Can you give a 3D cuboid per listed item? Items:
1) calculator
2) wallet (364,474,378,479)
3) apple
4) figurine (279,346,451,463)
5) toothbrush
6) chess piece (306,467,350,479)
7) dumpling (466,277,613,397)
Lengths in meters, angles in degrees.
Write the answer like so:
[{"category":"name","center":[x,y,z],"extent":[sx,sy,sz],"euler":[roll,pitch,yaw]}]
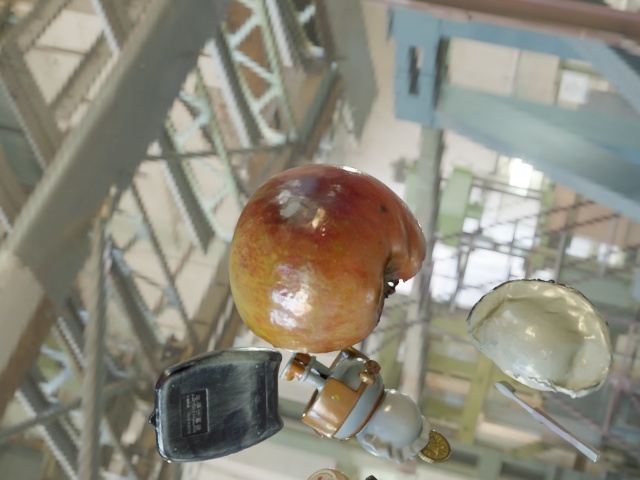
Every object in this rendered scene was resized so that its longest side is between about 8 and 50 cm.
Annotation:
[{"category":"calculator","center":[-0.163,0.264,2.069],"extent":[0.268,0.040,0.177],"euler":[-9,-79,-37]},{"category":"wallet","center":[0.144,0.532,2.145],"extent":[0.146,0.285,0.030],"euler":[-36,-19,-40]},{"category":"apple","center":[0.000,0.000,1.816],"extent":[0.293,0.251,0.163],"euler":[-62,-27,-28]},{"category":"figurine","center":[0.070,0.241,1.879],"extent":[0.143,0.271,0.143],"euler":[19,-90,-81]},{"category":"toothbrush","center":[0.317,0.251,1.807],"extent":[0.017,0.194,0.014],"euler":[-18,-51,-34]},{"category":"chess piece","center":[0.007,0.342,1.696],"extent":[0.038,0.083,0.084],"euler":[38,-123,-31]},{"category":"dumpling","center":[0.349,0.146,1.999],"extent":[0.172,0.247,0.142],"euler":[-57,-29,-5]}]
